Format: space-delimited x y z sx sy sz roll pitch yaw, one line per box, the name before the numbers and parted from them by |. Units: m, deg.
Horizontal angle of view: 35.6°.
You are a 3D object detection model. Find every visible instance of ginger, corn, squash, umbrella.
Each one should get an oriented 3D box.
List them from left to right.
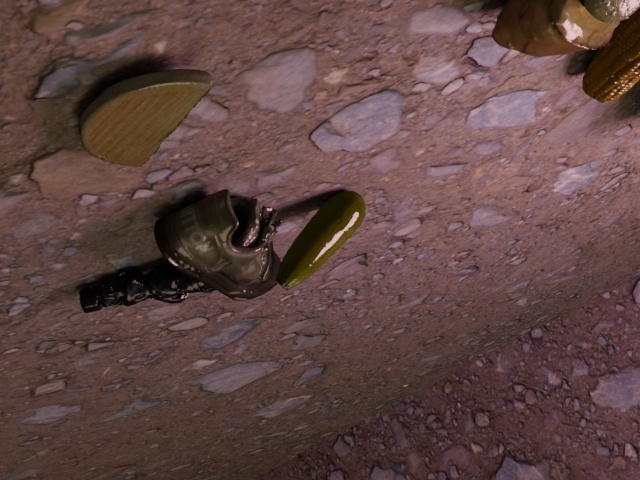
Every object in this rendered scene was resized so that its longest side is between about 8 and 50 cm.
umbrella | -0.264 0.070 1.561 0.224 0.080 0.071 -15 -166 -9
squash | 0.000 0.000 1.552 0.201 0.066 0.066 -50 169 -21
ginger | 0.296 -0.279 1.231 0.122 0.115 0.193 -15 175 44
corn | 0.440 -0.268 1.403 0.080 0.080 0.231 -14 158 -20

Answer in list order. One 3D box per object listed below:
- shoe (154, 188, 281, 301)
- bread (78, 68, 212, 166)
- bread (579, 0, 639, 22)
shoe | -0.105 0.006 1.483 0.149 0.109 0.293 -25 156 23
bread | -0.214 -0.142 1.116 0.112 0.036 0.193 0 154 -36
bread | 0.360 -0.335 1.099 0.286 0.056 0.207 -8 132 -36
